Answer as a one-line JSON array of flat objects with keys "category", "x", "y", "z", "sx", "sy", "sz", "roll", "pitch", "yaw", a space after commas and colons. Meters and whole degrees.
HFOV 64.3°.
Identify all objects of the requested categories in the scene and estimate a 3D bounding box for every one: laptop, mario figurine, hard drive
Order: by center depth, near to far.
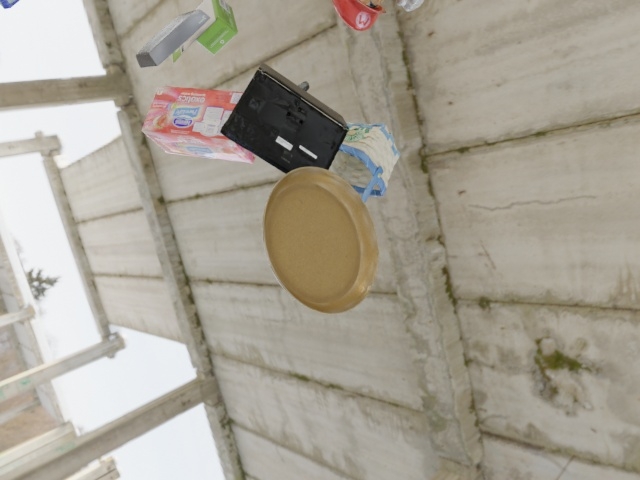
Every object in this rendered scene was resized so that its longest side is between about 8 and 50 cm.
[{"category": "mario figurine", "x": 0.131, "y": -0.578, "z": 1.008, "sx": 0.198, "sy": 0.170, "sz": 0.320, "roll": 25, "pitch": -71, "yaw": 11}, {"category": "laptop", "x": -0.072, "y": -0.260, "z": 1.130, "sx": 0.234, "sy": 0.264, "sz": 0.137, "roll": 30, "pitch": -18, "yaw": -15}, {"category": "hard drive", "x": -0.501, "y": -0.680, "z": 1.710, "sx": 0.172, "sy": 0.254, "sz": 0.054, "roll": 19, "pitch": -26, "yaw": 49}]

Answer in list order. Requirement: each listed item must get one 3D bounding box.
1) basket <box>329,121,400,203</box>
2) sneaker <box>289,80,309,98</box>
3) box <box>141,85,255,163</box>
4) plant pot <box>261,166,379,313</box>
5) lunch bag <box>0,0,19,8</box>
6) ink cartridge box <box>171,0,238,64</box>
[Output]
[{"category": "basket", "x": 0.063, "y": -0.192, "z": 1.422, "sx": 0.255, "sy": 0.288, "sz": 0.201, "roll": 15, "pitch": -22, "yaw": 41}, {"category": "sneaker", "x": -0.107, "y": -0.492, "z": 1.930, "sx": 0.130, "sy": 0.227, "sz": 0.087, "roll": 45, "pitch": 4, "yaw": -16}, {"category": "box", "x": -0.324, "y": -0.325, "z": 1.440, "sx": 0.300, "sy": 0.142, "sz": 0.153, "roll": 9, "pitch": -106, "yaw": 19}, {"category": "plant pot", "x": 0.000, "y": 0.000, "z": 0.805, "sx": 0.032, "sy": 0.236, "sz": 0.236, "roll": -18, "pitch": -87, "yaw": 48}, {"category": "lunch bag", "x": -0.725, "y": -0.610, "z": 1.138, "sx": 0.128, "sy": 0.097, "sz": 0.151, "roll": 76, "pitch": -3, "yaw": -50}, {"category": "ink cartridge box", "x": -0.440, "y": -0.765, "z": 1.896, "sx": 0.255, "sy": 0.097, "sz": 0.188, "roll": -35, "pitch": -130, "yaw": 24}]
